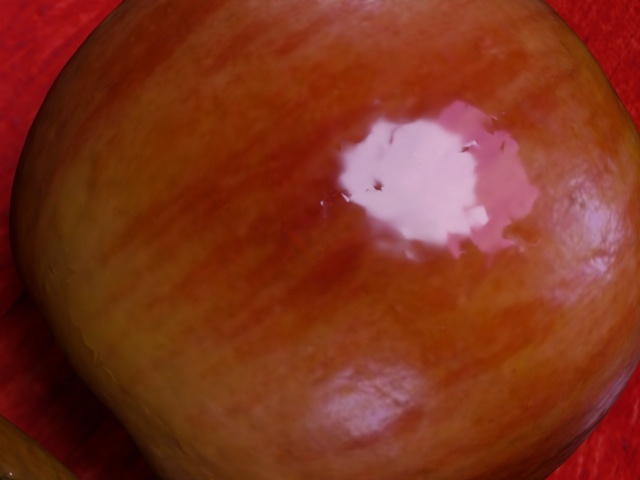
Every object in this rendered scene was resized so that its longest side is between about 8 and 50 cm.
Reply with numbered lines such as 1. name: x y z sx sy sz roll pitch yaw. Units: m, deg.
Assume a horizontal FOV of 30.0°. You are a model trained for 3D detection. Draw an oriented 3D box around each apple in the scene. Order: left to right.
1. apple: 0.000 0.000 0.513 0.233 0.286 0.286 -36 95 -14

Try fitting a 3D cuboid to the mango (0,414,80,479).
1. mango: -0.186 0.086 0.372 0.287 0.201 0.152 30 52 -2
